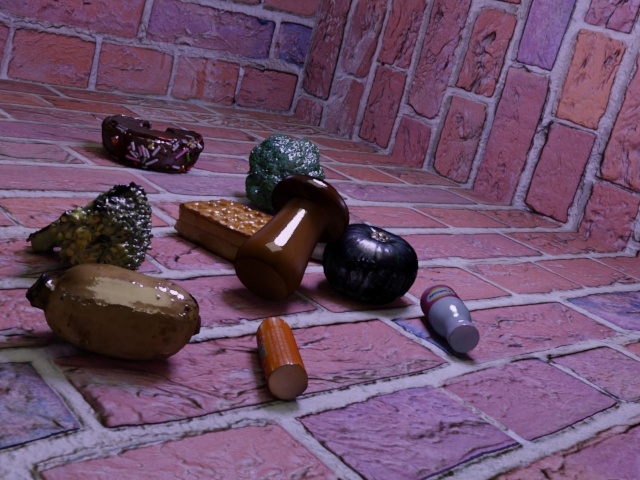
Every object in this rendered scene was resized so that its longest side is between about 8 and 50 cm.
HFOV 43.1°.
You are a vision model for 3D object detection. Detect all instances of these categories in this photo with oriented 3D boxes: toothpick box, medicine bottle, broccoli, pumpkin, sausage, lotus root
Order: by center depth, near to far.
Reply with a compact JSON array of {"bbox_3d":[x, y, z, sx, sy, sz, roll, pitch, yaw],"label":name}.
[{"bbox_3d":[-0.341,0.117,1.344,0.284,0.146,0.160,17,-5,-16],"label":"lotus root"},{"bbox_3d":[-0.075,0.196,1.438,0.071,0.071,0.234,11,16,-14],"label":"sausage"},{"bbox_3d":[-0.456,0.010,1.680,0.180,0.273,0.242,60,7,-2],"label":"broccoli"},{"bbox_3d":[-0.063,-0.015,1.805,0.192,0.192,0.294,20,51,19],"label":"toothpick box"},{"bbox_3d":[0.290,0.173,1.809,0.091,0.090,0.216,11,16,-12],"label":"medicine bottle"},{"bbox_3d":[0.120,0.054,1.942,0.233,0.162,0.233,12,19,-4],"label":"pumpkin"},{"bbox_3d":[-0.119,-0.197,2.517,0.270,0.269,0.270,14,-20,-2],"label":"broccoli"}]

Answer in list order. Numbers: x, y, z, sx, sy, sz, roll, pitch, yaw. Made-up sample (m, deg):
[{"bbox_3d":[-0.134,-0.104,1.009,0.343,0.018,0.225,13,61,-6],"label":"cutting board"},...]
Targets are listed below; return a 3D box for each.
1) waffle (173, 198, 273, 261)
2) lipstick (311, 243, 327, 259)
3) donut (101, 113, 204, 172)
[{"bbox_3d":[-0.192,-0.015,2.035,0.308,0.091,0.213,25,18,29],"label":"waffle"},{"bbox_3d":[0.047,0.026,2.124,0.253,0.077,0.079,14,15,-5],"label":"lipstick"},{"bbox_3d":[-0.550,-0.312,2.669,0.345,0.136,0.259,9,19,-17],"label":"donut"}]
